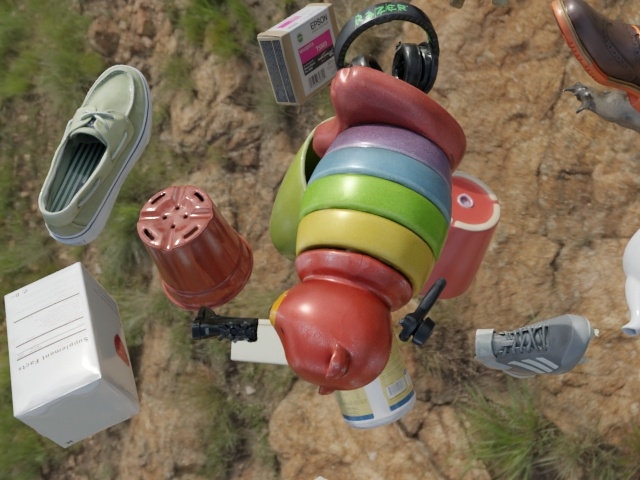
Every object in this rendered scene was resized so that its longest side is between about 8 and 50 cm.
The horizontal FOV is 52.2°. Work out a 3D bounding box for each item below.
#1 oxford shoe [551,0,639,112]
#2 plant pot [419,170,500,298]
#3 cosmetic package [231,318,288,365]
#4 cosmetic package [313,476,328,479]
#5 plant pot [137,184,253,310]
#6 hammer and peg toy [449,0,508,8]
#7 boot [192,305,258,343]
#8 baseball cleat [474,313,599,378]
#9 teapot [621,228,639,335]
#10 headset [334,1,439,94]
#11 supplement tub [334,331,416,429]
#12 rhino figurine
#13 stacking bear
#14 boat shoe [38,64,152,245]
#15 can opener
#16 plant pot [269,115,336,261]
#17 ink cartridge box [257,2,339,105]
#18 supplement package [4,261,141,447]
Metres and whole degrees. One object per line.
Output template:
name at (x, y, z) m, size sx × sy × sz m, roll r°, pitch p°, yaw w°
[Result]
oxford shoe at (0.392, -0.243, 0.814) m, size 0.098 × 0.271 × 0.097 m, roll -38°, pitch 47°, yaw 40°
plant pot at (0.315, -0.028, 1.653) m, size 0.275 × 0.274 × 0.243 m, roll 53°, pitch 145°, yaw 23°
cosmetic package at (-0.060, 0.257, 1.639) m, size 0.309 × 0.160 × 0.113 m, roll -4°, pitch 80°, yaw 36°
cosmetic package at (-0.014, 0.672, 1.356) m, size 0.129 × 0.153 × 0.296 m, roll 18°, pitch 104°, yaw 27°
plant pot at (-0.346, 0.008, 1.748) m, size 0.272 × 0.265 × 0.273 m, roll -6°, pitch 56°, yaw 9°
hammer and peg toy at (0.275, -0.668, 1.529) m, size 0.266 × 0.361 × 0.127 m, roll 39°, pitch 111°, yaw 62°
boot at (-0.147, 0.134, 1.038) m, size 0.099 × 0.121 × 0.045 m, roll 0°, pitch 96°, yaw -3°
baseball cleat at (0.267, 0.142, 0.859) m, size 0.109 × 0.206 × 0.072 m, roll 13°, pitch 63°, yaw -5°
teapot at (0.703, 0.065, 1.192) m, size 0.187 × 0.252 × 0.256 m, roll -98°, pitch 27°, yaw -44°
headset at (0.163, -0.422, 1.609) m, size 0.243 × 0.394 × 0.185 m, roll -14°, pitch 54°, yaw 3°
supplement tub at (0.081, 0.226, 1.200) m, size 0.144 × 0.144 × 0.200 m, roll -16°, pitch 96°, yaw 33°
rhino figurine at (0.651, -0.299, 1.439) m, size 0.243 × 0.073 × 0.106 m, roll 16°, pitch 55°, yaw -2°
stacking bear at (0.039, 0.006, 0.652) m, size 0.164 × 0.175 × 0.289 m, roll 20°, pitch 67°, yaw -3°
boat shoe at (-0.320, -0.140, 0.950) m, size 0.109 × 0.094 × 0.302 m, roll 10°, pitch 67°, yaw -1°
can opener at (0.230, 0.157, 1.452) m, size 0.073 × 0.186 × 0.059 m, roll 35°, pitch 144°, yaw 2°
plant pot at (0.017, -0.062, 1.308) m, size 0.293 × 0.274 × 0.275 m, roll -32°, pitch 70°, yaw 55°
ink cartridge box at (-0.042, -0.495, 1.734) m, size 0.088 × 0.234 × 0.193 m, roll 13°, pitch 133°, yaw 36°
supplement package at (-0.502, 0.229, 1.320) m, size 0.175 × 0.178 × 0.293 m, roll -24°, pitch 52°, yaw -3°
